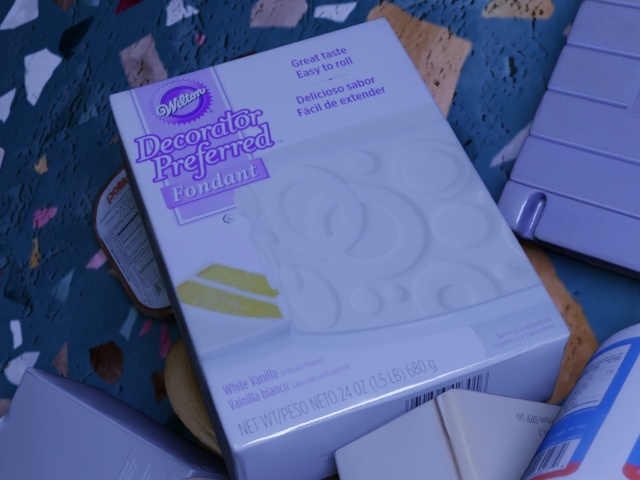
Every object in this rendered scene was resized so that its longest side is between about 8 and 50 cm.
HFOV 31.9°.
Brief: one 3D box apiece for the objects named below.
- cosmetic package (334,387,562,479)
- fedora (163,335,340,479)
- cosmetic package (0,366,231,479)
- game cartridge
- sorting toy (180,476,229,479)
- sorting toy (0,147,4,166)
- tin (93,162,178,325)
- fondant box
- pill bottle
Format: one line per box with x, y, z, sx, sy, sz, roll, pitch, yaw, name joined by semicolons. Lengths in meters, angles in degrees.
0.128;0.259;0.684;0.113;0.160;0.309;-36;57;33;cosmetic package
-0.030;0.133;0.875;0.194;0.194;0.079;48;138;37;fedora
-0.181;0.213;0.970;0.238;0.107;0.127;23;87;42;cosmetic package
0.309;-0.061;0.740;0.355;0.068;0.230;22;83;39;game cartridge
-0.022;0.278;0.816;0.208;0.038;0.193;0;93;26;sorting toy
-0.391;-0.065;1.275;0.062;0.012;0.083;0;71;31;sorting toy
-0.155;-0.003;1.069;0.106;0.040;0.189;-45;53;10;tin
0.000;0.000;0.837;0.238;0.096;0.330;-18;54;-10;fondant box
0.198;0.123;0.649;0.124;0.221;0.124;18;127;25;pill bottle
